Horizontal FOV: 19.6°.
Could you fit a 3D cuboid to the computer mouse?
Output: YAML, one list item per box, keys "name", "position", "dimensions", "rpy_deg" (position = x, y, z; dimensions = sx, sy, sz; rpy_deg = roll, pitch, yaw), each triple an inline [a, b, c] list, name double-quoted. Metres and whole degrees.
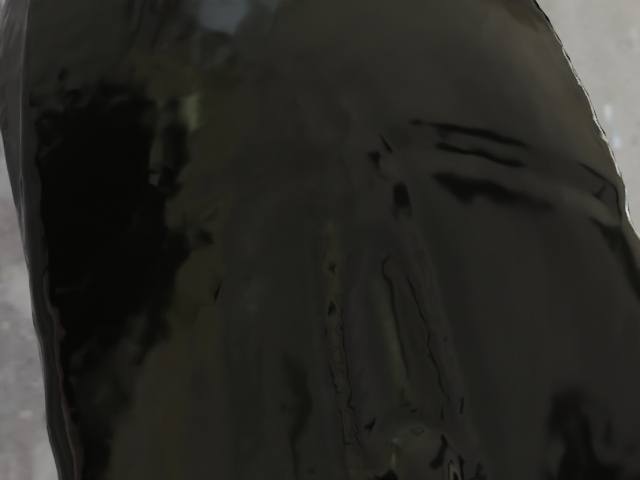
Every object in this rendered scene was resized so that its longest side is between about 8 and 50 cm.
- name: "computer mouse"
  position: [0.000, 0.000, 0.421]
  dimensions: [0.138, 0.086, 0.269]
  rpy_deg: [-11, 66, -9]
